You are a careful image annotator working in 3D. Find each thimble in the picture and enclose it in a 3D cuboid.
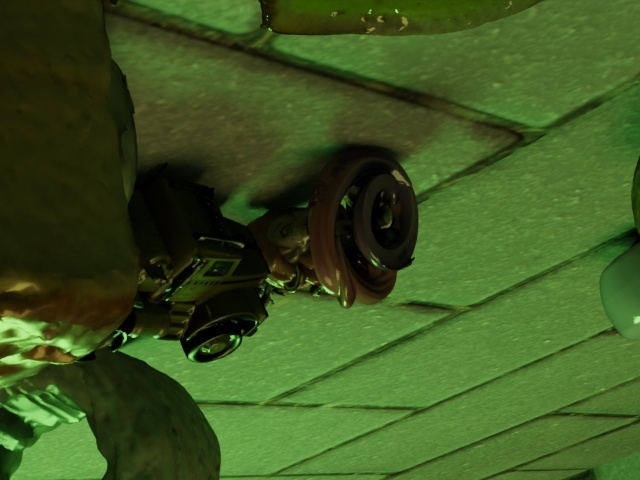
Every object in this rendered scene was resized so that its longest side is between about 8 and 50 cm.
[{"bbox_3d":[-0.252,0.239,1.318,0.291,0.292,0.195,-18,160,11],"label":"thimble"}]

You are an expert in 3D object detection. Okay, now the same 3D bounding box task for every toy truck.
[{"bbox_3d":[-0.137,0.008,1.026,0.127,0.127,0.257,-41,151,24],"label":"toy truck"}]

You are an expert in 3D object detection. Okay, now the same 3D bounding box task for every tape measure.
[{"bbox_3d":[0.382,0.030,1.461,0.178,0.105,0.196,-14,163,-21],"label":"tape measure"}]

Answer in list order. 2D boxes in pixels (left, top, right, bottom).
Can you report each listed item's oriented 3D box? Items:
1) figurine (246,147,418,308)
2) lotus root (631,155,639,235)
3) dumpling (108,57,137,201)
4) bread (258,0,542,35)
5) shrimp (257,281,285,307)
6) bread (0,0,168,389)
[{"bbox_3d":[0.009,0.005,1.120,0.114,0.126,0.157,42,134,-13],"label":"figurine"},{"bbox_3d":[0.337,-0.066,1.107,0.154,0.154,0.278,-11,161,-9],"label":"lotus root"},{"bbox_3d":[-0.182,-0.065,0.783,0.172,0.142,0.247,29,173,-14],"label":"dumpling"},{"bbox_3d":[0.064,-0.180,0.719,0.236,0.070,0.236,-13,161,-5],"label":"bread"},{"bbox_3d":[-0.077,0.042,1.228,0.165,0.065,0.056,10,126,-48],"label":"shrimp"},{"bbox_3d":[-0.257,-0.024,0.542,0.279,0.207,0.279,-24,160,36],"label":"bread"}]
